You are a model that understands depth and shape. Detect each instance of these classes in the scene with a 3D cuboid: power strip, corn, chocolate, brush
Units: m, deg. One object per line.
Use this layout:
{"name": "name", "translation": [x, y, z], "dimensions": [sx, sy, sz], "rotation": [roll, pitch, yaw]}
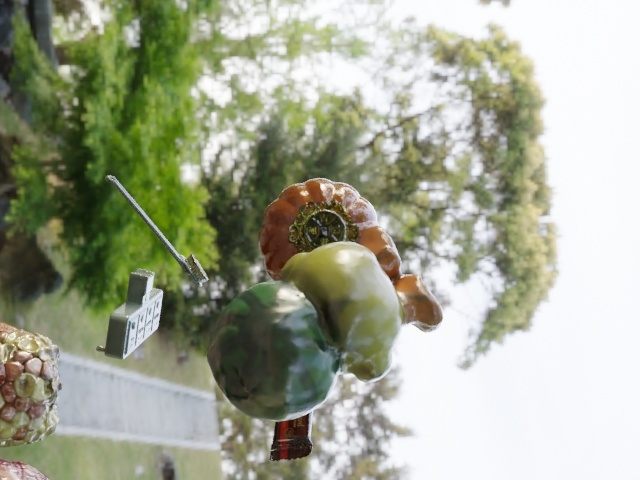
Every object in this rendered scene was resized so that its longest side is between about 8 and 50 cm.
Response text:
{"name": "power strip", "translation": [-0.358, 0.128, 1.924], "dimensions": [0.215, 0.061, 0.145], "rotation": [-56, 158, -76]}
{"name": "corn", "translation": [-0.348, 0.117, 0.781], "dimensions": [0.098, 0.290, 0.098], "rotation": [180, -90, -82]}
{"name": "chocolate", "translation": [-0.046, 0.320, 1.803], "dimensions": [0.182, 0.086, 0.028], "rotation": [-89, 161, -44]}
{"name": "brush", "translation": [-0.274, -0.018, 1.699], "dimensions": [0.266, 0.027, 0.062], "rotation": [53, 0, -32]}

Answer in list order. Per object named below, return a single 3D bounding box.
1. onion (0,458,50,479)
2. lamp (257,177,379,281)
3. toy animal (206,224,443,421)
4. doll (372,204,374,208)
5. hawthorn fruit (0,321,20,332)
{"name": "onion", "translation": [-0.570, 0.457, 1.490], "dimensions": [0.348, 0.385, 0.347], "rotation": [-42, -162, 17]}
{"name": "lamp", "translation": [0.000, 0.000, 1.767], "dimensions": [0.196, 0.223, 0.223], "rotation": [113, -29, -80]}
{"name": "toy animal", "translation": [0.003, 0.108, 1.373], "dimensions": [0.216, 0.338, 0.191], "rotation": [52, -27, 19]}
{"name": "doll", "translation": [0.074, -0.018, 1.975], "dimensions": [0.027, 0.037, 0.125], "rotation": [47, -56, 40]}
{"name": "hawthorn fruit", "translation": [-0.676, 0.243, 2.041], "dimensions": [0.189, 0.189, 0.189], "rotation": [176, -90, -72]}
